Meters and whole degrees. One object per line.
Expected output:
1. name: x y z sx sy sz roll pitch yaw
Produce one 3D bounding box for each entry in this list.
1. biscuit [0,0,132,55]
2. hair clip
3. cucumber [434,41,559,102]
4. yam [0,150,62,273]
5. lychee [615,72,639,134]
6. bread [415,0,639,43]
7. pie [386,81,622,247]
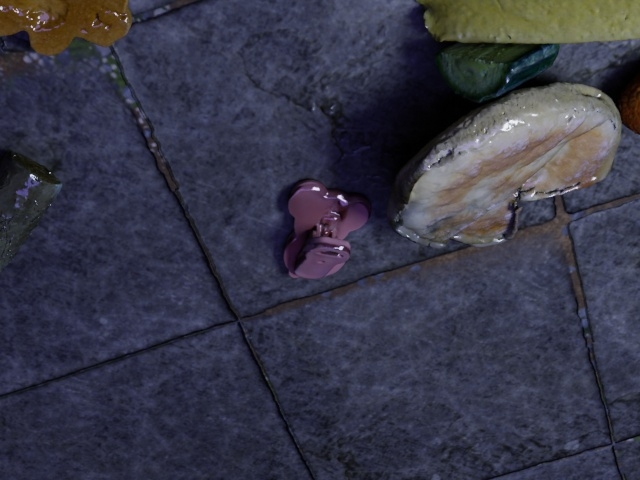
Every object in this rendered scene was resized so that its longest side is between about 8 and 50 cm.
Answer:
1. biscuit: -0.341 -0.303 1.312 0.248 0.035 0.184 2 132 -16
2. hair clip: 0.001 -0.010 1.576 0.123 0.102 0.138 11 156 -12
3. cucumber: 0.219 -0.218 1.386 0.115 0.116 0.062 -29 123 -41
4. yam: -0.416 -0.038 1.461 0.107 0.107 0.183 33 113 -26
5. lychee: 0.461 -0.180 1.464 0.140 0.101 0.114 -14 114 -2
6. bread: 0.279 -0.319 1.267 0.361 0.245 0.233 -21 126 4
7. pie: 0.238 -0.094 1.465 0.337 0.075 0.337 -16 149 -10
